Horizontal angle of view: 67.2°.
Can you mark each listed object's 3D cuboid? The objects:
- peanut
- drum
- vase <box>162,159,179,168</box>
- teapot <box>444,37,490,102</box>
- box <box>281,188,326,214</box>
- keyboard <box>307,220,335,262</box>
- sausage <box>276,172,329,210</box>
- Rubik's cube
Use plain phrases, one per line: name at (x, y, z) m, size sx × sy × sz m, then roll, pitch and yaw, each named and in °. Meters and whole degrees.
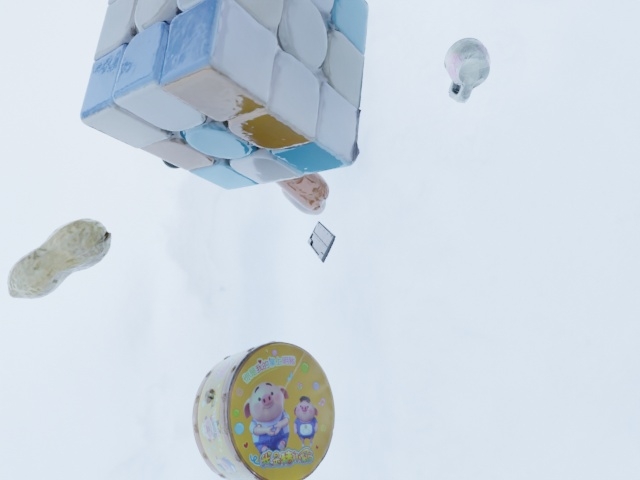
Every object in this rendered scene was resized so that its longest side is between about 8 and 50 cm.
peanut at (-0.713, 0.052, 1.309) m, size 0.313 × 0.149 × 0.149 m, roll -39°, pitch 72°, yaw -2°
drum at (-0.168, 0.539, 1.506) m, size 0.214 × 0.431 × 0.432 m, roll -26°, pitch 67°, yaw 42°
vase at (-0.513, -0.296, 1.655) m, size 0.086 × 0.214 × 0.086 m, roll -5°, pitch 104°, yaw -22°
teapot at (0.550, -0.650, 1.849) m, size 0.221 × 0.163 × 0.178 m, roll -45°, pitch 25°, yaw 30°
box at (-0.065, -0.174, 1.888) m, size 0.145 × 0.200 × 0.088 m, roll 10°, pitch 64°, yaw 43°
keyboard at (0.000, 0.000, 1.125) m, size 0.011 × 0.202 × 0.067 m, roll 25°, pitch 96°, yaw -14°
sausage at (-0.091, -0.219, 1.611) m, size 0.121 × 0.121 × 0.304 m, roll -45°, pitch 68°, yaw -5°
Rubik's cube at (-0.150, -0.319, 0.849) m, size 0.344 × 0.346 × 0.347 m, roll -6°, pitch 70°, yaw 36°
